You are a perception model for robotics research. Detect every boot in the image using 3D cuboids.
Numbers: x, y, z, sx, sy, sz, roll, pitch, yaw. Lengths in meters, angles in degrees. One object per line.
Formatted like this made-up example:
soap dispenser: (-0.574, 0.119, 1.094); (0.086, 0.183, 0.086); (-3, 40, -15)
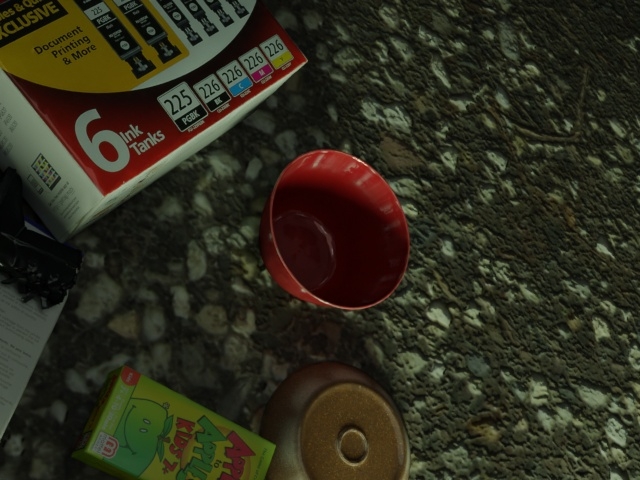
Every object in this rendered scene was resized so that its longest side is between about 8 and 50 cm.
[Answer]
boot: (-0.268, -0.002, 0.912); (0.099, 0.045, 0.121); (28, 43, -24)

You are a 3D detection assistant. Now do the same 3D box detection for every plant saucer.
plant saucer: (0.027, 0.227, 1.076); (0.198, 0.036, 0.199); (12, 67, -29)

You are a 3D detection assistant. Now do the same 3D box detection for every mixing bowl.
mixing bowl: (0.000, 0.000, 1.100); (0.181, 0.098, 0.182); (12, 67, -29)

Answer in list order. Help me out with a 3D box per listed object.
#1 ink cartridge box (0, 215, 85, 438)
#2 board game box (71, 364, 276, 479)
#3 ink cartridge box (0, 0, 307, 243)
ink cartridge box: (-0.335, 0.094, 0.823); (0.175, 0.069, 0.371); (35, 36, -18)
board game box: (-0.141, 0.207, 0.968); (0.181, 0.043, 0.092); (32, 58, -20)
ink cartridge box: (-0.216, -0.199, 1.003); (0.272, 0.130, 0.309); (51, 51, -4)
